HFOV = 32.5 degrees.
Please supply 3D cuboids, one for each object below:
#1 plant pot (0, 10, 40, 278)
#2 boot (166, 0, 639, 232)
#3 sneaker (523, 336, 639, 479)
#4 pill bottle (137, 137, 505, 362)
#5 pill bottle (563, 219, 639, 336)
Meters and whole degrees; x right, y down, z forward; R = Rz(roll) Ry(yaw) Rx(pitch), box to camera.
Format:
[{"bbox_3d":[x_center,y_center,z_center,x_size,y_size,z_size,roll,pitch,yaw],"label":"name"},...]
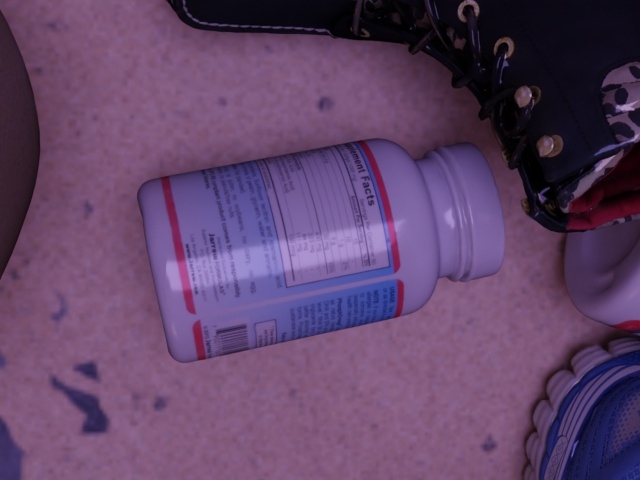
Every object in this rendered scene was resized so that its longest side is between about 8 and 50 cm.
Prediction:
[{"bbox_3d":[-0.220,-0.034,0.408,0.191,0.284,0.284,-32,103,-39],"label":"plant pot"},{"bbox_3d":[0.057,-0.088,0.474,0.236,0.085,0.178,-10,58,-12],"label":"boot"},{"bbox_3d":[0.146,0.219,0.537,0.129,0.147,0.330,7,96,-10],"label":"sneaker"},{"bbox_3d":[0.000,0.000,0.517,0.160,0.087,0.087,-11,98,-9],"label":"pill bottle"},{"bbox_3d":[0.224,0.014,0.545,0.180,0.108,0.108,19,93,-12],"label":"pill bottle"}]
